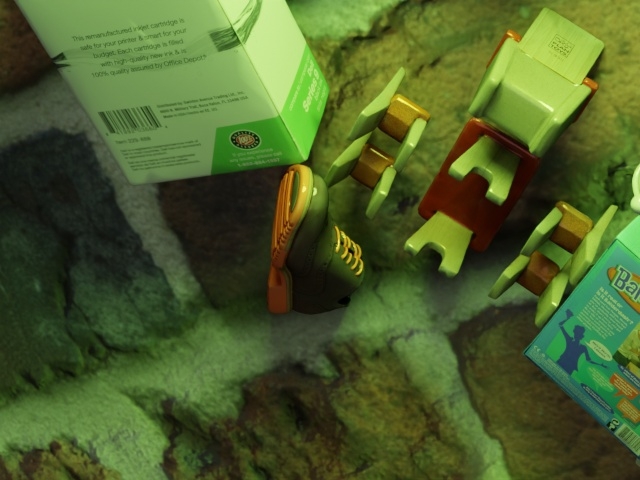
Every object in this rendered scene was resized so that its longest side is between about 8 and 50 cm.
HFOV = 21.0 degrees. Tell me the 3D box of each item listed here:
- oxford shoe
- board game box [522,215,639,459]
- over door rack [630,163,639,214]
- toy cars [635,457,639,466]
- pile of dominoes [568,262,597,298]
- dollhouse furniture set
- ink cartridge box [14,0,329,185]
[{"bbox_3d":[0.000,0.000,1.762,0.098,0.097,0.271,7,158,0],"label":"oxford shoe"},{"bbox_3d":[0.305,0.096,1.647,0.160,0.047,0.210,43,141,10],"label":"board game box"},{"bbox_3d":[0.455,-0.003,1.467,0.239,0.108,0.324,34,152,-33],"label":"over door rack"},{"bbox_3d":[0.509,0.206,1.702,0.393,0.087,0.176,-16,89,33],"label":"toy cars"},{"bbox_3d":[0.355,0.120,1.698,0.251,0.040,0.196,35,115,19],"label":"pile of dominoes"},{"bbox_3d":[0.173,-0.086,1.682,0.262,0.135,0.259,33,136,4],"label":"dollhouse furniture set"},{"bbox_3d":[-0.146,-0.204,1.685,0.211,0.121,0.289,-5,134,26],"label":"ink cartridge box"}]
